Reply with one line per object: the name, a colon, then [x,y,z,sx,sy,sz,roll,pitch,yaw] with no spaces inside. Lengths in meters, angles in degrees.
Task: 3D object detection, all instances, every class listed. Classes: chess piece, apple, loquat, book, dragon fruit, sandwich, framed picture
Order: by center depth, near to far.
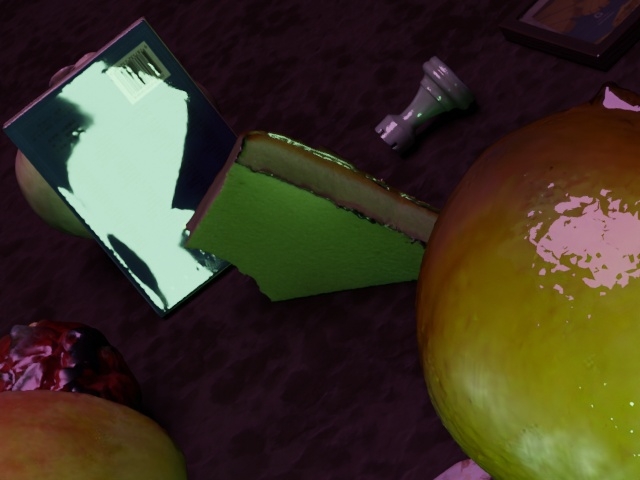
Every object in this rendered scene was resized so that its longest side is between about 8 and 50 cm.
loquat: [0.224,0.072,0.945,0.328,0.360,0.328,0,10,0]
apple: [-0.258,0.290,1.183,0.309,0.252,0.314,-27,69,14]
sandwich: [0.000,0.000,1.375,0.212,0.245,0.063,-51,17,55]
dragon fruit: [-0.264,0.165,1.376,0.188,0.182,0.182,12,56,27]
framed picture: [0.286,-0.247,1.480,0.128,0.023,0.168,-44,35,-9]
chess piece: [0.108,-0.140,1.487,0.103,0.067,0.067,-44,34,6]
book: [-0.180,-0.075,1.491,0.191,0.269,0.025,-38,17,1]

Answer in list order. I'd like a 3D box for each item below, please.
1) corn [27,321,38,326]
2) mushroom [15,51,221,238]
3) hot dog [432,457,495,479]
corn: [-0.363,0.195,1.505,0.248,0.081,0.081,-50,36,-16]
mushroom: [-0.237,-0.123,1.605,0.246,0.246,0.202,-32,67,9]
hot dog: [0.078,0.237,1.069,0.191,0.059,0.108,-37,16,15]
